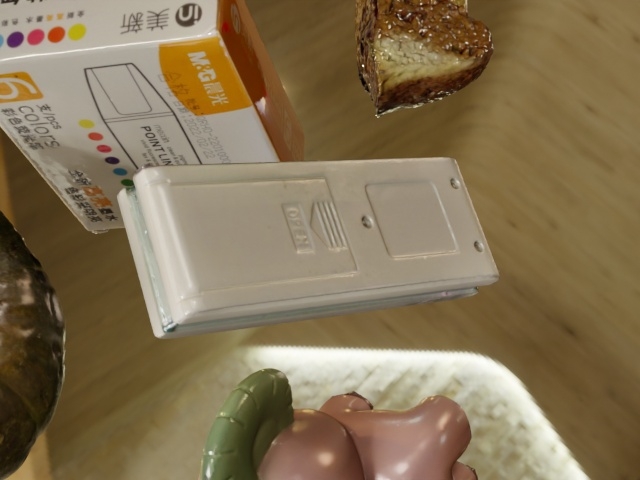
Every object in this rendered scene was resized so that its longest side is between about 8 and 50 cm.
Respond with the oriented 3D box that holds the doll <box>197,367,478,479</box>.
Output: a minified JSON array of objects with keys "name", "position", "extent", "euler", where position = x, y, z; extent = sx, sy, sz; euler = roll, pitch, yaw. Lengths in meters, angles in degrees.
[{"name":"doll","position":[-0.003,0.242,1.052],"extent":[0.216,0.284,0.268],"euler":[-5,12,29]}]

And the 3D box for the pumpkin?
[{"name":"pumpkin","position":[-0.298,0.066,0.816],"extent":[0.260,0.260,0.189],"euler":[-35,1,-36]}]

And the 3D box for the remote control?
[{"name":"remote control","position":[0.000,0.000,0.807],"extent":[0.277,0.103,0.055],"euler":[-4,-21,-39]}]

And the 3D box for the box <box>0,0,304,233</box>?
[{"name":"box","position":[-0.146,-0.114,0.969],"extent":[0.220,0.091,0.274],"euler":[-7,-29,13]}]

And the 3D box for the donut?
[{"name":"donut","position":[0.087,-0.196,1.043],"extent":[0.151,0.112,0.295],"euler":[90,-178,-49]}]
